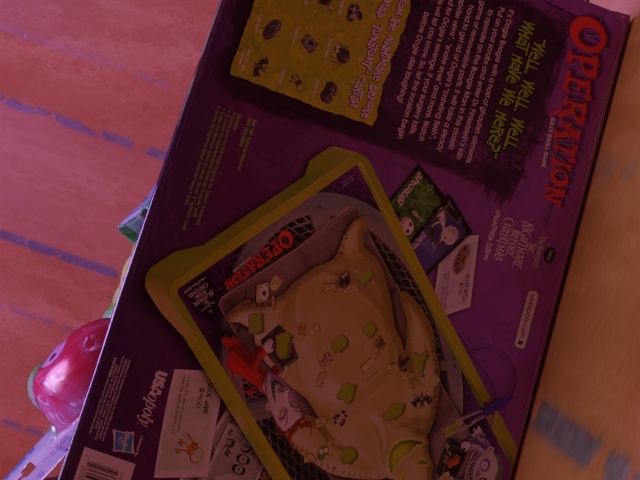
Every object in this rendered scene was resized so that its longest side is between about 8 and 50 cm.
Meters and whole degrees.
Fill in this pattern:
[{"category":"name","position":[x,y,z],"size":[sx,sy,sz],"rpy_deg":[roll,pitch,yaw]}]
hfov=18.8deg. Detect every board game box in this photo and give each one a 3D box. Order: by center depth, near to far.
[{"category":"board game box","position":[0.014,0.011,0.949],"size":[0.056,0.208,0.346],"rpy_deg":[121,168,-71]}]

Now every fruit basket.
[{"category":"fruit basket","position":[-0.153,0.071,1.615],"size":[0.353,0.165,0.327],"rpy_deg":[-43,5,-11]}]

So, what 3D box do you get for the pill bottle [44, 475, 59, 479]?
[{"category":"pill bottle","position":[-0.245,0.415,1.731],"size":[0.224,0.224,0.392],"rpy_deg":[-81,13,-53]}]
